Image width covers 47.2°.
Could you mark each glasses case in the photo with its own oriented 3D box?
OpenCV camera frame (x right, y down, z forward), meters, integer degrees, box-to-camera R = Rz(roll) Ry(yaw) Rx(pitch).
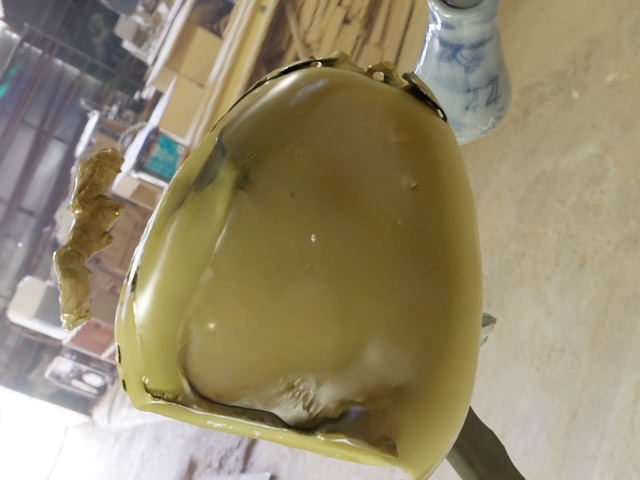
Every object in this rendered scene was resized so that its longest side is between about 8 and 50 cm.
[{"bbox_3d":[0.211,0.289,0.980,0.072,0.191,0.042,-40,7,-25],"label":"glasses case"}]

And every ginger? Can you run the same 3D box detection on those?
[{"bbox_3d":[-0.327,-0.012,1.046,0.075,0.089,0.288,103,168,-59],"label":"ginger"}]

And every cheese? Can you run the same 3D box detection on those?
[{"bbox_3d":[0.000,0.000,0.543,0.128,0.259,0.316,143,140,-70],"label":"cheese"}]

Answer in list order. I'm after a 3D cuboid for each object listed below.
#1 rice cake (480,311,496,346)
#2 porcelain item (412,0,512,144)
[{"bbox_3d":[0.181,0.166,1.170,0.038,0.211,0.124,64,149,35],"label":"rice cake"},{"bbox_3d":[0.184,-0.225,0.949,0.259,0.141,0.141,77,-155,-60],"label":"porcelain item"}]
